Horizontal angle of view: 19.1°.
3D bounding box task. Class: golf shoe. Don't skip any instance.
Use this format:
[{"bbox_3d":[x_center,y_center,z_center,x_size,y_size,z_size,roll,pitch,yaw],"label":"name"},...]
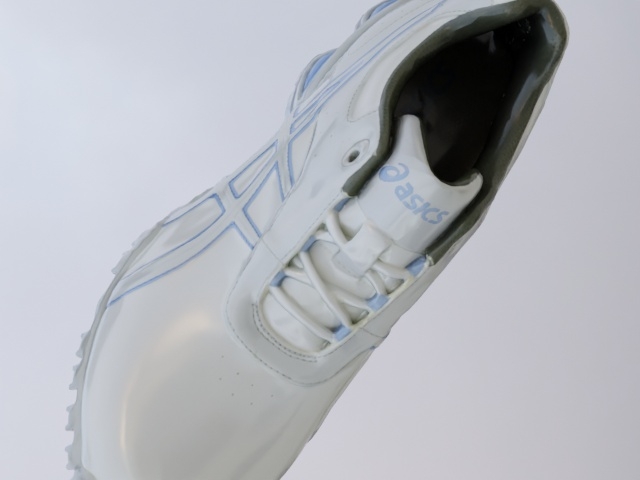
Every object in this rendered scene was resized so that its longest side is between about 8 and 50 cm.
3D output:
[{"bbox_3d":[0.000,0.000,0.477,0.069,0.086,0.176,37,-108,-12],"label":"golf shoe"}]
